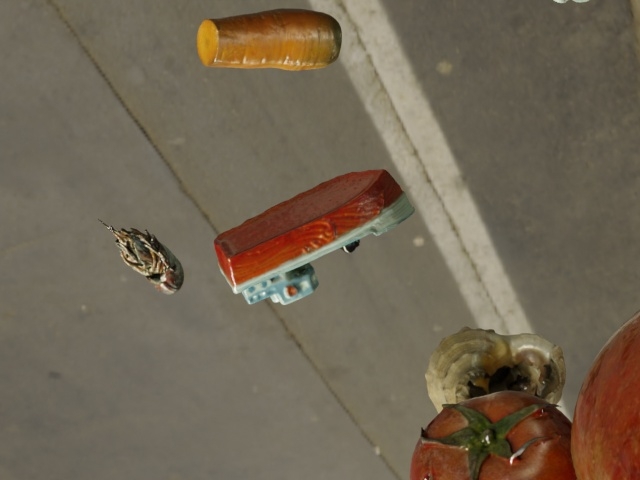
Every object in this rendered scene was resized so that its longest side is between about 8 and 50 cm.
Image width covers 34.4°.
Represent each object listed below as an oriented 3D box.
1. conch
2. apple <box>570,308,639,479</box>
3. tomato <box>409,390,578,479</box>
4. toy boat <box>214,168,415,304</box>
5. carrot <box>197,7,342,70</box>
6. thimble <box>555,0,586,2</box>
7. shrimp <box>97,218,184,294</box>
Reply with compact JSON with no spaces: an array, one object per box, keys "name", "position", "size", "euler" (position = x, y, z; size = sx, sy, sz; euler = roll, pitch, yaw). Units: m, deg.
[{"name":"conch","position":[0.333,0.283,1.918],"size":[0.263,0.324,0.186],"euler":[-18,121,11]},{"name":"apple","position":[0.333,0.155,0.719],"size":[0.301,0.302,0.301],"euler":[-1,138,-1]},{"name":"tomato","position":[0.174,0.224,0.954],"size":[0.167,0.167,0.167],"euler":[-1,138,-1]},{"name":"toy boat","position":[0.000,0.000,1.679],"size":[0.331,0.145,0.133],"euler":[-26,116,-9]},{"name":"carrot","position":[-0.066,-0.267,1.373],"size":[0.193,0.087,0.087],"euler":[-4,141,-23]},{"name":"thimble","position":[0.366,-0.437,1.366],"size":[0.204,0.172,0.250],"euler":[7,155,-31]},{"name":"shrimp","position":[-0.342,0.023,1.960],"size":[0.090,0.079,0.233],"euler":[-15,137,36]}]
